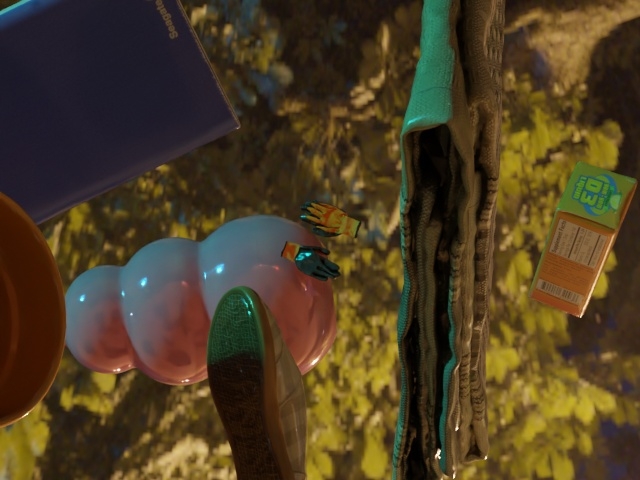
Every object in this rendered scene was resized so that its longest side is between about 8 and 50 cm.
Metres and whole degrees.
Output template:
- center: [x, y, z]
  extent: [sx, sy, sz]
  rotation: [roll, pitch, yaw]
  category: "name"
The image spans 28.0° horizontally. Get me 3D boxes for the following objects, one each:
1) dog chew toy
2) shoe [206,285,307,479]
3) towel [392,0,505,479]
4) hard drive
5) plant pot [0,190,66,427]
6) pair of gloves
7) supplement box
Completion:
- center: [-0.151, 0.081, 1.535]
  extent: [0.331, 0.207, 0.207]
  rotation: [-6, -49, -2]
  category: "dog chew toy"
- center: [-0.053, 0.150, 1.174]
  extent: [0.076, 0.219, 0.058]
  rotation: [-20, -17, 33]
  category: "shoe"
- center: [0.084, -0.052, 0.718]
  extent: [0.056, 0.324, 0.312]
  rotation: [6, -42, 7]
  category: "towel"
- center: [-0.270, -0.141, 1.312]
  extent: [0.318, 0.040, 0.210]
  rotation: [-26, -67, 1]
  category: "hard drive"
- center: [-0.354, 0.066, 1.087]
  extent: [0.187, 0.205, 0.205]
  rotation: [-11, -48, 30]
  category: "plant pot"
- center: [0.000, 0.000, 1.432]
  extent: [0.074, 0.010, 0.083]
  rotation: [25, -83, 15]
  category: "pair of gloves"
- center: [0.310, 0.002, 1.535]
  extent: [0.080, 0.078, 0.233]
  rotation: [23, -26, 10]
  category: "supplement box"
